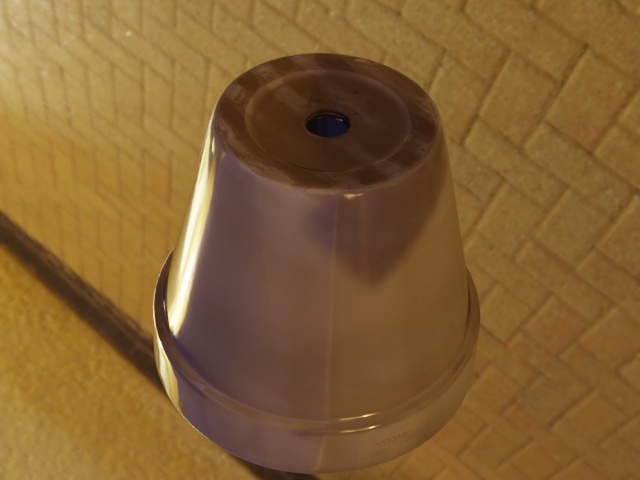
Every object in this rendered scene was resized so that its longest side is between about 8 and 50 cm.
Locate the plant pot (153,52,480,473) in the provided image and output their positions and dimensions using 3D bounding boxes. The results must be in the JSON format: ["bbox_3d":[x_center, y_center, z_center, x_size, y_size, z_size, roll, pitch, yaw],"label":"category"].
[{"bbox_3d":[0.000,0.000,0.916,0.323,0.323,0.280,31,142,25],"label":"plant pot"}]
